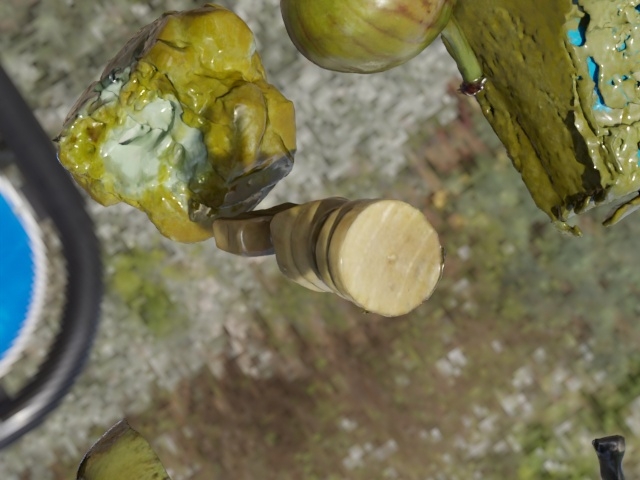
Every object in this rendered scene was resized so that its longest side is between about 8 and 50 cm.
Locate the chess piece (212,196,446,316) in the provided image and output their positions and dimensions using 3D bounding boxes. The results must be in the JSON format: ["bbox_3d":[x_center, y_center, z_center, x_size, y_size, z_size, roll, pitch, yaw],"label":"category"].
[{"bbox_3d":[0.000,0.000,1.919,0.137,0.137,0.301,-29,-158,-25],"label":"chess piece"}]

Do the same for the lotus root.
[{"bbox_3d":[-0.160,0.249,1.410,0.078,0.203,0.183,-20,139,-21],"label":"lotus root"}]

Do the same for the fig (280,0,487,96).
[{"bbox_3d":[0.082,-0.190,1.397,0.259,0.151,0.151,18,131,-42],"label":"fig"}]

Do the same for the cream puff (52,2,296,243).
[{"bbox_3d":[-0.167,-0.153,2.226,0.323,0.270,0.274,-33,-157,35],"label":"cream puff"}]

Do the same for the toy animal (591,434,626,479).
[{"bbox_3d":[0.201,0.151,0.858,0.089,0.170,0.255,-3,177,-2],"label":"toy animal"}]

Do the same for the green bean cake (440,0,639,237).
[{"bbox_3d":[0.289,-0.185,1.638,0.202,0.310,0.285,-25,180,-22],"label":"green bean cake"}]
